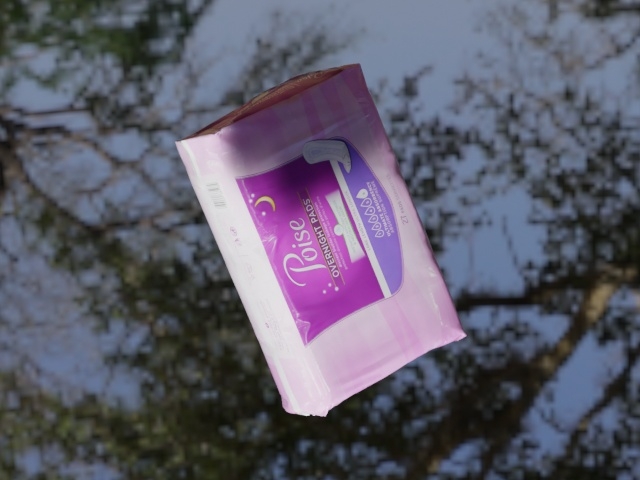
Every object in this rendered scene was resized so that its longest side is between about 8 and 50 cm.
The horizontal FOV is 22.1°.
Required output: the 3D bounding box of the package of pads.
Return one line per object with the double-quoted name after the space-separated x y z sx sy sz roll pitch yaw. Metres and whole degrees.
0.000 0.000 0.431 0.050 0.083 0.032 -28 -166 -24 "package of pads"
